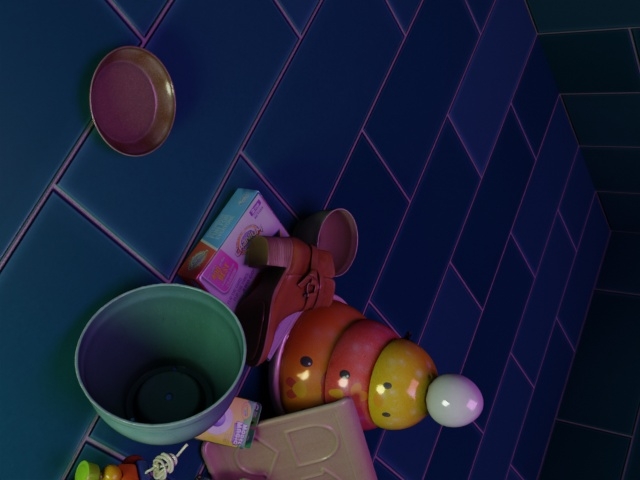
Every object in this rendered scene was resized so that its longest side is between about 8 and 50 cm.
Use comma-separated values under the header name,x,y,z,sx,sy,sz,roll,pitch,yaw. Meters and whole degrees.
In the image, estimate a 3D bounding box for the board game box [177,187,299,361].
name,x,y,z,sx,sy,sz,roll,pitch,yaw
board game box,-0.145,0.078,1.727,0.242,0.064,0.316,-57,136,-25

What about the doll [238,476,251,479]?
name,x,y,z,sx,sy,sz,roll,pitch,yaw
doll,-0.140,0.599,1.707,0.129,0.046,0.189,-44,121,-62

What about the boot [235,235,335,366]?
name,x,y,z,sx,sy,sz,roll,pitch,yaw
boot,-0.070,0.134,1.700,0.220,0.109,0.283,13,76,-47

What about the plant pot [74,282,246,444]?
name,x,y,z,sx,sy,sz,roll,pitch,yaw
plant pot,-0.281,0.252,1.440,0.293,0.293,0.196,-51,159,-36

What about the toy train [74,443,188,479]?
name,x,y,z,sx,sy,sz,roll,pitch,yaw
toy train,-0.365,0.418,1.392,0.143,0.105,0.248,28,112,-39

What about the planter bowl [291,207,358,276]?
name,x,y,z,sx,sy,sz,roll,pitch,yaw
planter bowl,0.000,0.000,1.883,0.162,0.109,0.162,-12,105,-52

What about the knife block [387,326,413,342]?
name,x,y,z,sx,sy,sz,roll,pitch,yaw
knife block,0.145,0.356,2.173,0.275,0.242,0.088,-22,122,0

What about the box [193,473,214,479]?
name,x,y,z,sx,sy,sz,roll,pitch,yaw
box,-0.217,0.574,1.697,0.027,0.094,0.137,-40,126,-40

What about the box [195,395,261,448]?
name,x,y,z,sx,sy,sz,roll,pitch,yaw
box,-0.212,0.371,1.646,0.179,0.043,0.105,19,79,-23

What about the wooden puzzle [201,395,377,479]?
name,x,y,z,sx,sy,sz,roll,pitch,yaw
wooden puzzle,-0.062,0.510,1.788,0.080,0.347,0.322,-109,-177,-62

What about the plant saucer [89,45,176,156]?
name,x,y,z,sx,sy,sz,roll,pitch,yaw
plant saucer,-0.349,-0.254,1.440,0.198,0.036,0.199,-12,105,-51

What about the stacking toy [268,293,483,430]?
name,x,y,z,sx,sy,sz,roll,pitch,yaw
stacking toy,0.150,0.319,1.822,0.350,0.480,0.351,-11,103,-53
